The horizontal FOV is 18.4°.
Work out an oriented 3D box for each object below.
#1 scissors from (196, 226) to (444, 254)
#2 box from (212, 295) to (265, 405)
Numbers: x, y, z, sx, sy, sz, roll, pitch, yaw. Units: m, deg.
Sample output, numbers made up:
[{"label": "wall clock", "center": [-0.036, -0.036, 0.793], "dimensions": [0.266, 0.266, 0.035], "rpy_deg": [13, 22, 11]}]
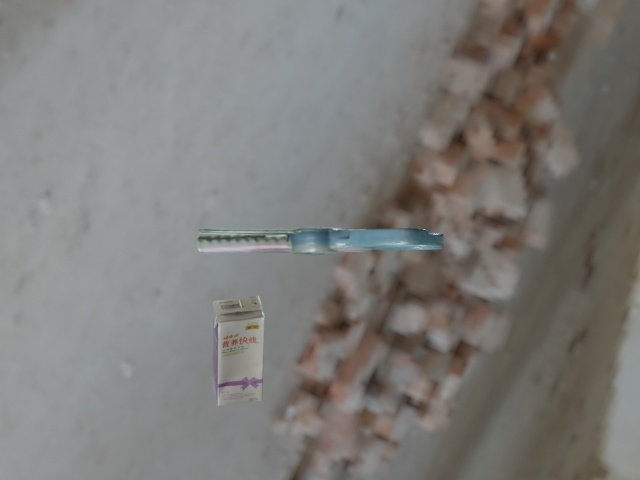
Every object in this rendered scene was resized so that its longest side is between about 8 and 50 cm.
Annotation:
[{"label": "scissors", "center": [0.000, 0.000, 2.034], "dimensions": [0.125, 0.256, 0.030], "rpy_deg": [27, 63, -86]}, {"label": "box", "center": [-0.083, 0.111, 1.974], "dimensions": [0.036, 0.050, 0.117], "rpy_deg": [-110, -164, -48]}]
